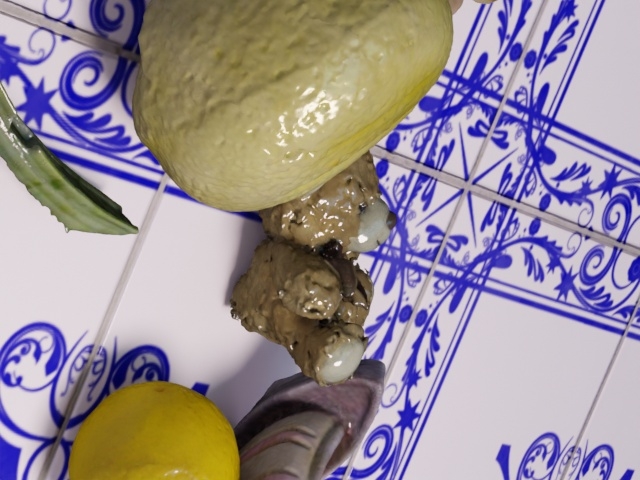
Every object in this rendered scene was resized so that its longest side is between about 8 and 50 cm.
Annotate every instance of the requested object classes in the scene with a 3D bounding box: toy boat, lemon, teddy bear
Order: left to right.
[{"bbox_3d":[-0.263,-0.081,1.784,0.055,0.093,0.293,-39,138,-2],"label":"toy boat"},{"bbox_3d":[-0.172,0.239,1.978,0.203,0.178,0.178,-74,163,-56],"label":"lemon"},{"bbox_3d":[-0.059,0.258,2.085,0.111,0.276,0.293,47,48,-9],"label":"toy boat"},{"bbox_3d":[0.000,0.000,2.075,0.267,0.156,0.256,-72,177,-76],"label":"teddy bear"}]

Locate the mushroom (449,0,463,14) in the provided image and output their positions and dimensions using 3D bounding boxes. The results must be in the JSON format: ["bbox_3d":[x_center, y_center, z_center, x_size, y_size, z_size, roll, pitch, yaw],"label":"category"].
[{"bbox_3d":[0.170,-0.364,2.057,0.173,0.162,0.236,-30,132,-33],"label":"mushroom"}]

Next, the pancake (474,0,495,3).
[{"bbox_3d":[0.215,-0.344,2.218,0.158,0.028,0.158,-37,142,-35],"label":"pancake"}]

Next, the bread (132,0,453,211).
[{"bbox_3d":[-0.027,-0.169,1.845,0.320,0.237,0.320,-41,161,-17],"label":"bread"}]
